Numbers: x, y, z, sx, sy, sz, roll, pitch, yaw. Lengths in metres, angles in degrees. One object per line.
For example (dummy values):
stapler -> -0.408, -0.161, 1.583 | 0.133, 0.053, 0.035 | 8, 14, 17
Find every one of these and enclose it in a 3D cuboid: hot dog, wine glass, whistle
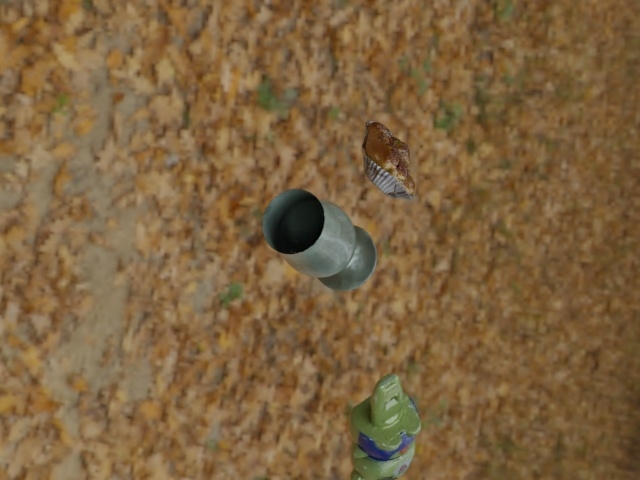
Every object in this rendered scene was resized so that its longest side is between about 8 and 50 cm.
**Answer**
hot dog -> 0.107, -0.130, 1.853 | 0.108, 0.059, 0.191 | 43, 19, -21
wine glass -> 0.000, 0.000, 1.406 | 0.202, 0.093, 0.093 | 33, 66, -69
whistle -> 0.086, 0.250, 1.548 | 0.105, 0.085, 0.227 | -30, 147, -25
